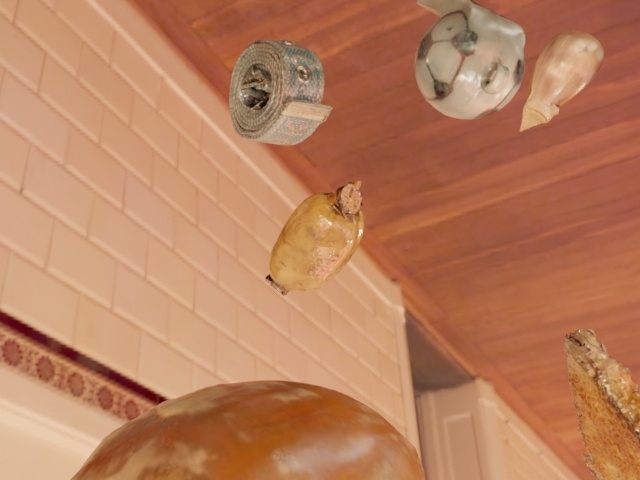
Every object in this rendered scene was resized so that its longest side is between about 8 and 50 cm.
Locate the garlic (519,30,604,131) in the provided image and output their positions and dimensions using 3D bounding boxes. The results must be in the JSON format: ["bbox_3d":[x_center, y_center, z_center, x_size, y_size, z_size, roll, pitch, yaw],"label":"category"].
[{"bbox_3d":[0.465,-0.327,1.554,0.148,0.266,0.128,-14,108,49],"label":"garlic"}]

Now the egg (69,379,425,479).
[{"bbox_3d":[-0.043,0.172,0.451,0.233,0.195,0.195,-37,158,-28],"label":"egg"}]

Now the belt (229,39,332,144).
[{"bbox_3d":[-0.063,-0.196,1.102,0.082,0.147,0.163,2,158,-31],"label":"belt"}]

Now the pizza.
[{"bbox_3d":[0.295,0.172,0.815,0.052,0.195,0.185,-26,-179,-18],"label":"pizza"}]

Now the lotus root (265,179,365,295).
[{"bbox_3d":[0.000,0.000,0.789,0.072,0.063,0.152,23,120,-20],"label":"lotus root"}]

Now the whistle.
[{"bbox_3d":[0.197,-0.256,1.177,0.163,0.289,0.163,-5,114,-11],"label":"whistle"}]
